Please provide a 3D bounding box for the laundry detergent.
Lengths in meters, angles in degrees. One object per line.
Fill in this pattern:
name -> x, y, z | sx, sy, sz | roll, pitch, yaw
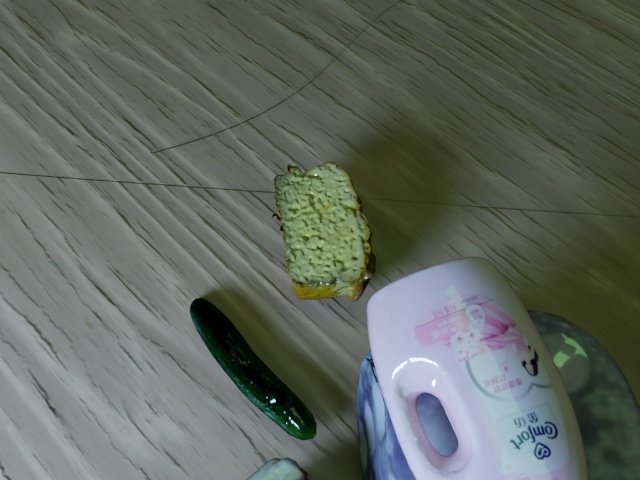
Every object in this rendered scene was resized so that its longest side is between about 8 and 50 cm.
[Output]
laundry detergent -> 0.153, 0.182, 0.545 | 0.158, 0.088, 0.335 | -20, 62, 5

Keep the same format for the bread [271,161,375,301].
bread -> 0.000, 0.000, 0.950 | 0.143, 0.140, 0.229 | -7, 57, -6

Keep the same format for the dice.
dice -> 0.194, 0.253, 0.716 | 0.271, 0.270, 0.270 | -5, 57, -7

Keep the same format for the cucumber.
cucumber -> -0.106, 0.178, 0.875 | 0.056, 0.056, 0.284 | -35, 61, -24

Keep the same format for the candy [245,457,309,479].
candy -> -0.120, 0.394, 0.656 | 0.320, 0.180, 0.135 | -36, 67, -24
